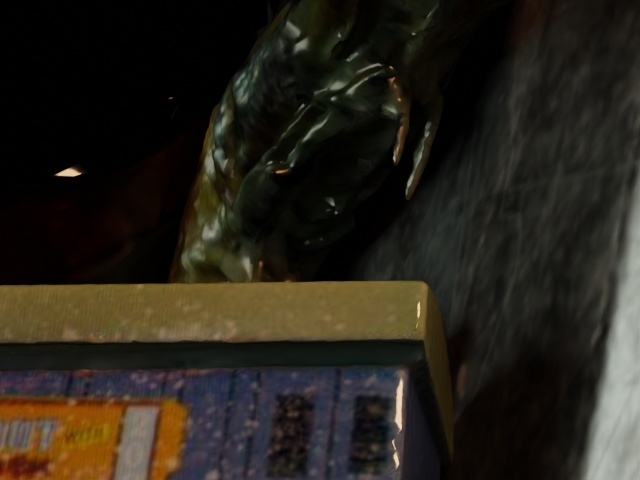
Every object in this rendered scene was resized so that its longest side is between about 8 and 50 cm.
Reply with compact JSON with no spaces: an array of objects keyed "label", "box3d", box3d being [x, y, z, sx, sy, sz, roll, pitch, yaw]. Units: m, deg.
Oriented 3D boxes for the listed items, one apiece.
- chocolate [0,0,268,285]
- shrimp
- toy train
[{"label":"chocolate","box3d":[-0.209,-0.054,0.976,0.331,0.383,0.384,91,-178,-53]},{"label":"shrimp","box3d":[0.000,0.000,0.682,0.445,0.085,0.272,121,153,-46]},{"label":"toy train","box3d":[-0.091,0.116,0.530,0.131,0.299,0.202,73,-162,-57]}]
